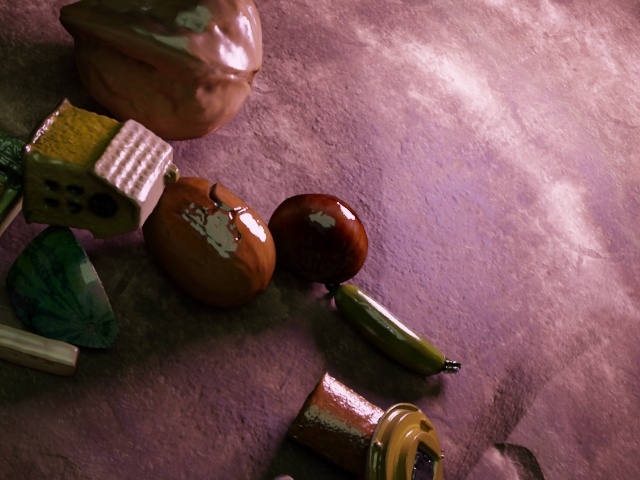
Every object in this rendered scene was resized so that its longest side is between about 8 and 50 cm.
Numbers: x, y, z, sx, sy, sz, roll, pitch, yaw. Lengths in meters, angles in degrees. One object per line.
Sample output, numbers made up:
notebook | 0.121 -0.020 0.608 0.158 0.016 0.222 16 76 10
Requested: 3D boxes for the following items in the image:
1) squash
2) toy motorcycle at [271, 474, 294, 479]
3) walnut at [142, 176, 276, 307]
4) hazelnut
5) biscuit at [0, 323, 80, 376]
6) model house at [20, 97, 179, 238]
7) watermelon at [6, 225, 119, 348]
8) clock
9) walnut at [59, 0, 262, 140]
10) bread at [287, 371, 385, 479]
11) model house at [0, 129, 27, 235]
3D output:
squash | 0.134 0.177 1.904 0.318 0.071 0.080 35 53 1
toy motorcycle | -0.016 0.474 1.654 0.229 0.094 0.130 19 51 -22
walnut | -0.214 -0.006 1.801 0.297 0.203 0.203 38 54 -5
hazelnut | 0.000 0.000 1.896 0.204 0.178 0.178 32 50 -31
biscuit | -0.502 0.180 1.657 0.187 0.056 0.052 19 55 -12
model house | -0.376 -0.120 1.694 0.234 0.175 0.193 10 38 6
watermelon | -0.460 0.093 1.694 0.146 0.128 0.231 -25 66 -19
clock | 0.162 0.403 1.713 0.237 0.057 0.237 13 74 -53
walnut | -0.297 -0.386 1.915 0.383 0.384 0.384 10 57 -16
bread | 0.042 0.340 1.749 0.172 0.103 0.132 32 48 -1
model house | -0.631 -0.084 1.698 0.193 0.170 0.211 28 55 -6
